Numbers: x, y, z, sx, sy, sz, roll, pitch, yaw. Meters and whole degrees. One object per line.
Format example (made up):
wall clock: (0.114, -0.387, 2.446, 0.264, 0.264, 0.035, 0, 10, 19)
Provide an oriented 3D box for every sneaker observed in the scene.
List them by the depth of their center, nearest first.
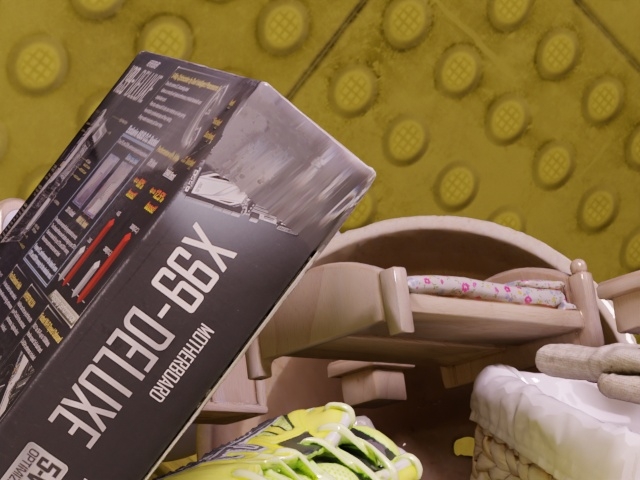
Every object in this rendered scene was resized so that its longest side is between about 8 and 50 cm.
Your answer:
sneaker: (-0.026, 0.149, 0.982, 0.145, 0.147, 0.385, 39, -2, 3)

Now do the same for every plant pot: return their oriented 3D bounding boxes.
plant pot: (0.099, 0.194, 1.464, 0.334, 0.334, 0.305, 36, -14, 24)

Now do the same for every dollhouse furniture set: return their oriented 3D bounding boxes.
dollhouse furniture set: (0.000, 0.000, 1.183, 0.303, 0.174, 0.355, 7, -20, -45)

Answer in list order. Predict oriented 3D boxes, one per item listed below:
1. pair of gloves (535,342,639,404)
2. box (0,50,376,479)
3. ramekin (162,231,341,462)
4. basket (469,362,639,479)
pair of gloves: (0.268, 0.081, 1.054, 0.240, 0.042, 0.204, 8, 1, -17)
box: (-0.112, 0.022, 0.971, 0.076, 0.242, 0.307, 38, -4, -18)
ramekin: (-0.103, 0.052, 1.503, 0.135, 0.277, 0.277, 45, 0, 24)
basket: (0.259, 0.232, 1.062, 0.328, 0.266, 0.331, 8, 0, -9)
